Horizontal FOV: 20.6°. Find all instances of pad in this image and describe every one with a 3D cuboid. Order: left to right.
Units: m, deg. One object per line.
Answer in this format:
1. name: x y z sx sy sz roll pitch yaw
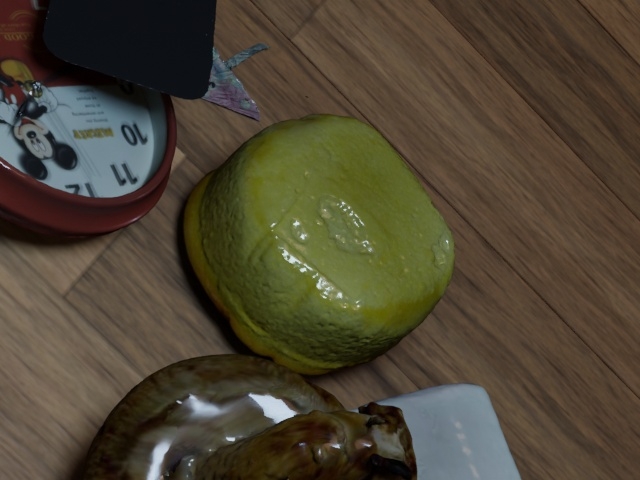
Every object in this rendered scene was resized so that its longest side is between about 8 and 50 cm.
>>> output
1. pad: -0.120 -0.200 1.769 0.323 0.055 0.250 32 38 -27

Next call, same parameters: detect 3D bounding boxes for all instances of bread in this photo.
1. bread: 0.000 0.000 1.758 0.270 0.148 0.270 20 50 -26

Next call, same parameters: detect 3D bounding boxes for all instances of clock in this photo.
1. clock: -0.274 -0.140 1.659 0.318 0.080 0.318 29 41 -29

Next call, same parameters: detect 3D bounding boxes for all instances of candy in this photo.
1. candy: 0.102 0.319 1.637 0.208 0.145 0.359 -4 66 -41

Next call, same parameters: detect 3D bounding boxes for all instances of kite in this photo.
1. kite: -0.103 -0.186 1.892 0.156 0.011 0.139 -35 91 -46

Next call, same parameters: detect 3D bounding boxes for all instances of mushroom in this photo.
1. mushroom: -0.048 0.225 1.494 0.195 0.283 0.263 48 31 -59
